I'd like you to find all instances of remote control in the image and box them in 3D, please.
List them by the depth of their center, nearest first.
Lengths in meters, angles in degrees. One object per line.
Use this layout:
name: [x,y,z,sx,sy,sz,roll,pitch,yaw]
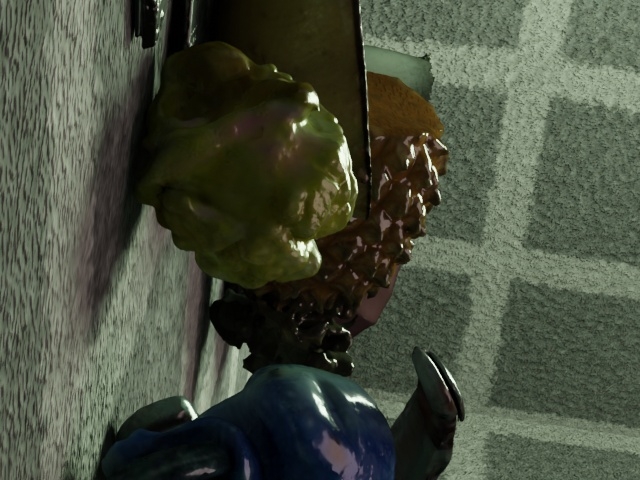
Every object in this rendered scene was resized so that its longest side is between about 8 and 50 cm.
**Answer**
remote control: [-0.083,-0.150,0.949,0.039,0.014,0.096,-78,175,-70]

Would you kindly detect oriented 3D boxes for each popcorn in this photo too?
popcorn: [-0.044,-0.044,0.905,0.126,0.126,0.145,61,16,-53]

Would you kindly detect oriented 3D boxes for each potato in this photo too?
potato: [-0.029,-0.160,1.169,0.239,0.116,0.299,-96,-178,-70]

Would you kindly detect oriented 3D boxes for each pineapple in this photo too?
pineapple: [-0.013,0.016,1.478,0.223,0.223,0.357,-79,-175,-68]

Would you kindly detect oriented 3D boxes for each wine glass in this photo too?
wine glass: [0.034,-0.187,1.855,0.111,0.204,0.111,-176,-90,-90]

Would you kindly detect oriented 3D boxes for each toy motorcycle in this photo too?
toy motorcycle: [-0.041,0.153,0.951,0.241,0.182,0.319,-51,166,-24]

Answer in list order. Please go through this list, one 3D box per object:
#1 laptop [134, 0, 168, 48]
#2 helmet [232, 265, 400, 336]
laptop: [-0.077,-0.207,0.817,0.129,0.016,0.180,98,0,-49]
helmet: [0.000,0.000,1.780,0.338,0.197,0.271,98,3,-66]
